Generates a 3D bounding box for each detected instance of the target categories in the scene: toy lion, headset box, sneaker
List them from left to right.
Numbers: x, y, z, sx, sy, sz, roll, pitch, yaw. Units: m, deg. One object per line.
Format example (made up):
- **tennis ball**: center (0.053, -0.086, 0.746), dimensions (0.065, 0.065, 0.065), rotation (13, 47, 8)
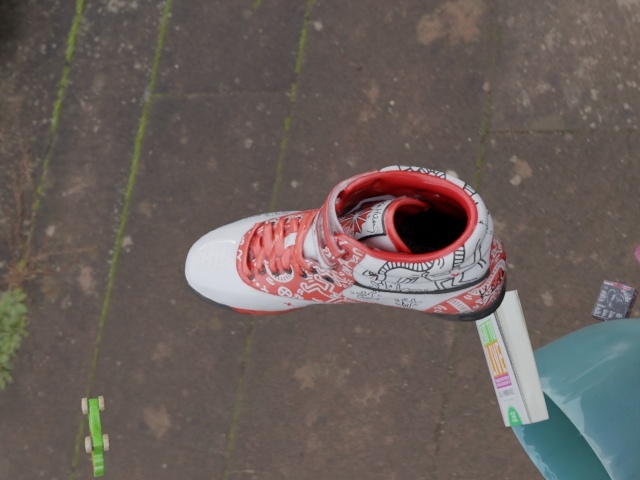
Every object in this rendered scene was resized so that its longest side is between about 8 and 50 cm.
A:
- **toy lion**: center (-0.332, 0.294, 1.214), dimensions (0.096, 0.034, 0.100), rotation (109, 151, -50)
- **sneaker**: center (0.001, -0.001, 0.615), dimensions (0.270, 0.145, 0.090), rotation (4, 68, 18)
- **headset box**: center (0.560, 0.116, 1.556), dimensions (0.062, 0.032, 0.083), rotation (17, 79, 34)

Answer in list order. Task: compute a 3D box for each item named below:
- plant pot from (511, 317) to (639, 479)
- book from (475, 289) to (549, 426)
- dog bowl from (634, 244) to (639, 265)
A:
- **plant pot**: center (0.443, 0.252, 1.213), dimensions (0.235, 0.293, 0.293), rotation (-30, 62, -10)
- **book**: center (0.216, 0.138, 0.942), dimensions (0.035, 0.096, 0.144), rotation (-12, 76, -8)
- **dog bowl**: center (0.491, 0.121, 0.881), dimensions (0.150, 0.408, 0.407), rotation (-31, 65, 16)
